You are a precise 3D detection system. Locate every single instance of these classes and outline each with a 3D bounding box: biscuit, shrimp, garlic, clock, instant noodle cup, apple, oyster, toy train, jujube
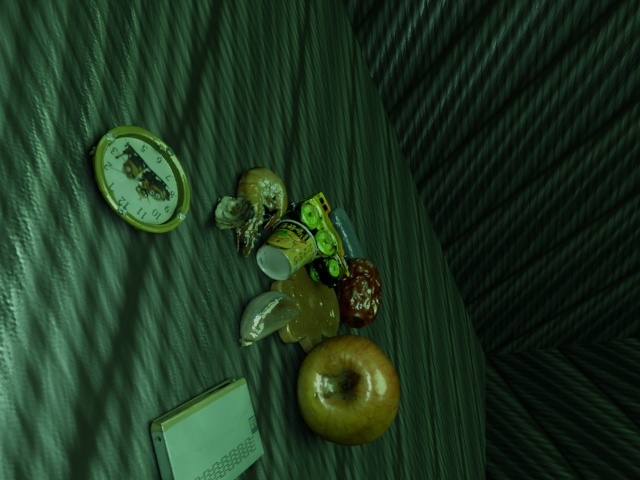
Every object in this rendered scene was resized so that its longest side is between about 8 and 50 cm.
[{"bbox_3d":[-0.040,0.206,1.468,0.355,0.052,0.275,-1,75,-64],"label":"biscuit"},{"bbox_3d":[-0.163,-0.078,1.329,0.152,0.063,0.288,15,65,-28],"label":"shrimp"},{"bbox_3d":[-0.138,0.187,1.231,0.195,0.087,0.102,-30,98,-44],"label":"garlic"},{"bbox_3d":[-0.375,-0.122,0.997,0.237,0.057,0.237,37,44,-47],"label":"clock"},{"bbox_3d":[-0.100,0.032,1.350,0.122,0.151,0.152,-49,120,-50],"label":"instant noodle cup"},{"bbox_3d":[0.083,0.417,1.341,0.275,0.298,0.299,31,49,-66],"label":"apple"},{"bbox_3d":[-0.221,-0.070,1.219,0.177,0.105,0.056,-128,-160,-54],"label":"oyster"},{"bbox_3d":[0.000,0.000,1.490,0.160,0.100,0.296,-38,106,-50],"label":"toy train"},{"bbox_3d":[0.134,0.183,1.685,0.174,0.174,0.251,49,34,-41],"label":"jujube"}]

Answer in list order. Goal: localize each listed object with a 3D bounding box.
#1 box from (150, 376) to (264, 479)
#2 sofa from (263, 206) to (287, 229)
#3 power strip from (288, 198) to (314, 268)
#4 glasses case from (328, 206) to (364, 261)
[{"bbox_3d":[-0.228,0.426,1.004,0.270,0.045,0.211,-14,89,-63],"label":"box"},{"bbox_3d":[-0.132,-0.055,1.419,0.039,0.060,0.118,-45,117,-51],"label":"sofa"},{"bbox_3d":[-0.032,-0.004,1.593,0.272,0.052,0.078,67,28,-12],"label":"power strip"},{"bbox_3d":[0.104,0.005,1.830,0.109,0.067,0.283,-45,118,-56],"label":"glasses case"}]
